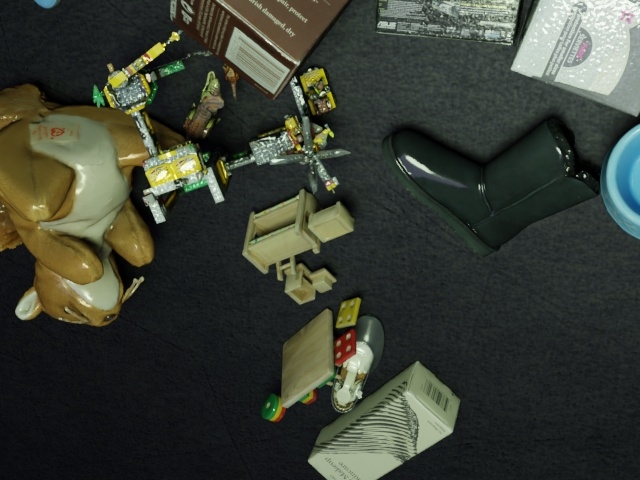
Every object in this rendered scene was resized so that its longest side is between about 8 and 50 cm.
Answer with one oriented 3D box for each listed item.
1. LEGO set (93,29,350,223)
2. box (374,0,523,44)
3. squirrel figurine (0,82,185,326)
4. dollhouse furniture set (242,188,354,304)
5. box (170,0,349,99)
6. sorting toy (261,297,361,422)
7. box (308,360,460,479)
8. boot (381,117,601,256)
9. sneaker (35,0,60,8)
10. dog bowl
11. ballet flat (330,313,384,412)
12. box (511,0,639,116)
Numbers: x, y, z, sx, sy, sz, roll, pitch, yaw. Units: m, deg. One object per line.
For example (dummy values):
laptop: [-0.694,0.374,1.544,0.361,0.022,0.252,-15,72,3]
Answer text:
LEGO set: [-0.138,-0.166,0.968,0.332,0.192,0.254,-11,107,0]
box: [0.166,-0.334,0.900,0.180,0.077,0.147,9,120,15]
squirrel figurine: [-0.452,-0.045,1.212,0.397,0.281,0.370,30,135,19]
dollhouse furniture set: [0.000,0.000,1.153,0.182,0.101,0.161,-21,132,28]
box: [-0.049,-0.308,0.845,0.167,0.168,0.203,37,79,-8]
sorting toy: [-0.005,0.203,1.227,0.046,0.132,0.274,27,129,-26]
box: [0.110,0.337,1.270,0.113,0.094,0.275,42,122,-5]
boot: [0.236,-0.108,0.983,0.246,0.094,0.207,43,126,-13]
sneaker: [-0.440,-0.448,1.060,0.069,0.082,0.209,8,121,14]
dog bowl: [0.478,-0.100,0.839,0.297,0.074,0.165,-22,78,27]
ballet flat: [0.060,0.223,1.242,0.074,0.074,0.203,22,122,8]
box: [0.341,-0.297,0.818,0.163,0.142,0.247,22,122,7]
